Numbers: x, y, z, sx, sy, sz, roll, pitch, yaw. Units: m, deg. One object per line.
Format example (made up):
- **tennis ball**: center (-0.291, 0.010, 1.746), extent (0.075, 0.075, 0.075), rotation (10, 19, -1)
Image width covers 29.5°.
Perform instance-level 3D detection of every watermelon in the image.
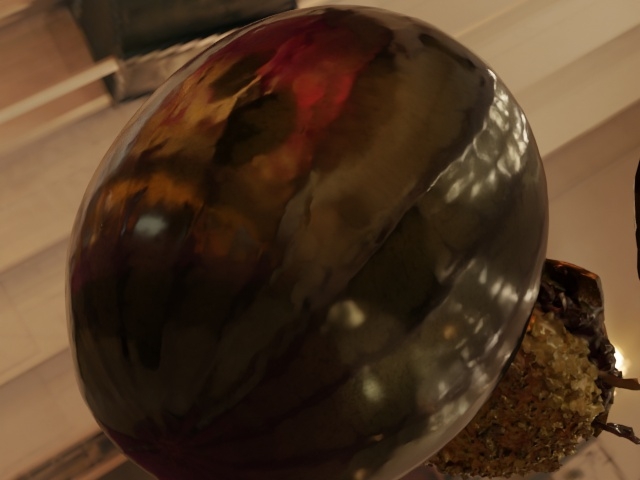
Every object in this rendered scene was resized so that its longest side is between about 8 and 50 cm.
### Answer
- **watermelon**: center (0.000, 0.000, 0.756), extent (0.279, 0.359, 0.278), rotation (24, -37, 20)

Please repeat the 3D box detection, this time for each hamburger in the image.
- **hamburger**: center (0.128, 0.105, 0.972), extent (0.262, 0.138, 0.243), rotation (1, -42, 22)

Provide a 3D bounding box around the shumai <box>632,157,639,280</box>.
- **shumai**: center (0.274, -0.031, 0.475), extent (0.204, 0.222, 0.272), rotation (30, -48, -17)
